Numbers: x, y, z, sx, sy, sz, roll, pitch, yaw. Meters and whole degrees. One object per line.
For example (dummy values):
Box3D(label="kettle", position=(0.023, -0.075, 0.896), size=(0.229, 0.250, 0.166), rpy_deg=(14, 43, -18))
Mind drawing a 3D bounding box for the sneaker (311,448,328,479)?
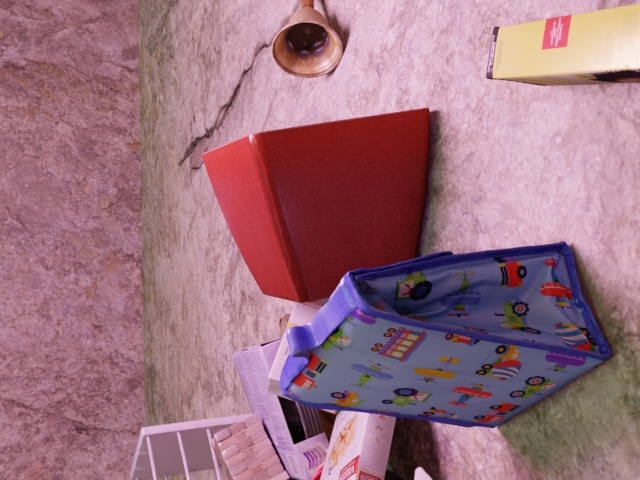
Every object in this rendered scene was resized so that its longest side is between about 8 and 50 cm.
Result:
Box3D(label="sneaker", position=(0.024, 0.396, 1.220), size=(0.081, 0.094, 0.209), rpy_deg=(-124, 40, -52))

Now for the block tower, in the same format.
Box3D(label="block tower", position=(-0.085, 0.469, 1.337), size=(0.335, 0.090, 0.097), rpy_deg=(56, 157, 28))

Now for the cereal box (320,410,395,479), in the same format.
Box3D(label="cereal box", position=(0.057, 0.275, 1.083), size=(0.173, 0.047, 0.240), rpy_deg=(121, 171, -48))

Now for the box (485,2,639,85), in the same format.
Box3D(label="box", position=(0.258, -0.179, 0.711), size=(0.232, 0.087, 0.058), rpy_deg=(-155, 69, -66))

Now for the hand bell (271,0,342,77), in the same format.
Box3D(label="hand bell", position=(-0.025, -0.431, 1.407), size=(0.126, 0.126, 0.242), rpy_deg=(121, 155, -50))

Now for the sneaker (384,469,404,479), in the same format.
Box3D(label="sneaker", position=(0.055, 0.418, 1.104), size=(0.224, 0.083, 0.098), rpy_deg=(-58, 0, 43))

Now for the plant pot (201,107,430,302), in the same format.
Box3D(label="plant pot", position=(0.004, -0.045, 1.121), size=(0.267, 0.267, 0.236), rpy_deg=(-178, 77, -67))

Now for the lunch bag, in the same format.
Box3D(label="lunch bag", position=(0.102, 0.110, 0.793), size=(0.221, 0.293, 0.138), rpy_deg=(124, 141, -51))

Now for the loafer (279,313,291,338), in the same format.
Box3D(label="loafer", position=(-0.065, 0.215, 1.496), size=(0.056, 0.050, 0.148), rpy_deg=(131, 134, -54))

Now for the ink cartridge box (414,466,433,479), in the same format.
Box3D(label="ink cartridge box", position=(0.214, 0.382, 0.734), size=(0.353, 0.119, 0.207), rpy_deg=(-150, 63, -63))

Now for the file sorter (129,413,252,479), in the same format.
Box3D(label="file sorter", position=(-0.243, 0.506, 1.623), size=(0.193, 0.277, 0.173), rpy_deg=(113, 145, -41))

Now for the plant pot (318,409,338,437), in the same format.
Box3D(label="plant pot", position=(0.012, 0.225, 1.337), size=(0.236, 0.032, 0.237), rpy_deg=(-179, 90, -67))

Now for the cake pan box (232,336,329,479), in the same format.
Box3D(label="cake pan box", position=(-0.072, 0.302, 1.379), size=(0.246, 0.070, 0.267), rpy_deg=(68, 160, 6))

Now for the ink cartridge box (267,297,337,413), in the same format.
Box3D(label="ink cartridge box", position=(0.002, 0.157, 1.199), size=(0.067, 0.115, 0.198), rpy_deg=(98, -169, -58))
